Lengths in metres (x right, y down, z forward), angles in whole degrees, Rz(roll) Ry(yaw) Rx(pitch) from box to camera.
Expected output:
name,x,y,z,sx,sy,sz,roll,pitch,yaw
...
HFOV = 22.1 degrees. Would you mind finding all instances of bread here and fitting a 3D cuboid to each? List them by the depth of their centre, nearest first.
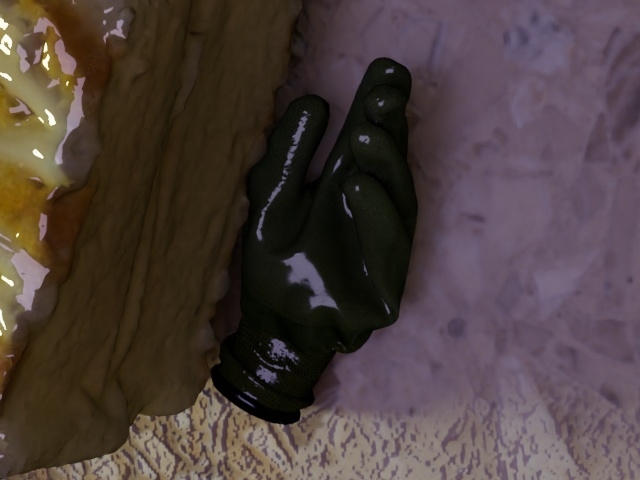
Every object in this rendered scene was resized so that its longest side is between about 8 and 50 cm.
name,x,y,z,sx,sy,sz,roll,pitch,yaw
bread,-0.244,-0.077,1.038,0.390,0.279,0.371,22,104,23

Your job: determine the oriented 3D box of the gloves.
name,x,y,z,sx,sy,sz,roll,pitch,yaw
gloves,0.005,0.000,1.096,0.135,0.107,0.268,33,119,17
